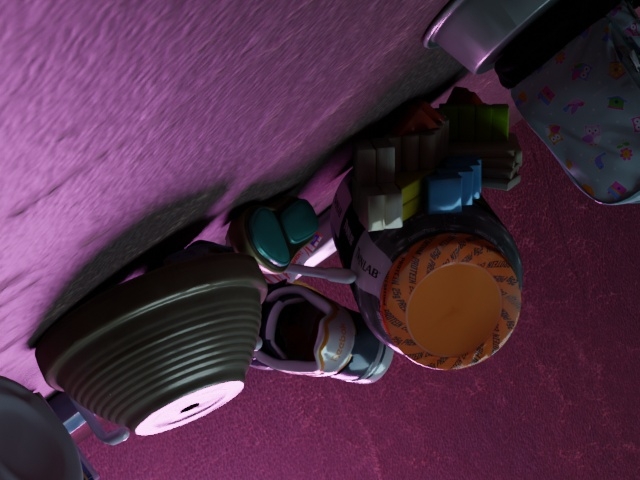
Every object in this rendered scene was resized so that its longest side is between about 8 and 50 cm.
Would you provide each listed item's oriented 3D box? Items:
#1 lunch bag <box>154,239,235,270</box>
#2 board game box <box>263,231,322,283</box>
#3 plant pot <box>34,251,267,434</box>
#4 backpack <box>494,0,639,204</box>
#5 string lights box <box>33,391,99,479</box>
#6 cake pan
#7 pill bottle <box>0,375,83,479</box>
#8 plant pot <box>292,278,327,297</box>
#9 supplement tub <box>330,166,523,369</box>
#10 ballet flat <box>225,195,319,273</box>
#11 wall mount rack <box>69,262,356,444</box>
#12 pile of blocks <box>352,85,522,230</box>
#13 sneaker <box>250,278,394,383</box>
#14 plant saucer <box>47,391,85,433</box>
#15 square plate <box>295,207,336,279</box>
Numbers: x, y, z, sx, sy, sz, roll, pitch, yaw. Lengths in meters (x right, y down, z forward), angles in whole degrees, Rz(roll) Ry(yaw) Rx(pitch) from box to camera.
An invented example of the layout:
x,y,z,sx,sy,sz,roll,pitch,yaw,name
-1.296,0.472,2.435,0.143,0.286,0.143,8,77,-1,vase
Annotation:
x,y,z,sx,sy,sz,roll,pitch,yaw,name
-0.134,0.035,1.378,0.083,0.053,0.071,-22,167,-36,lunch bag
-0.086,0.067,2.028,0.193,0.045,0.147,-41,-167,53,board game box
-0.147,0.115,1.305,0.237,0.110,0.237,-24,164,-7,plant pot
0.248,-0.118,1.169,0.152,0.182,0.115,-39,176,42,backpack
-0.338,0.251,1.505,0.076,0.133,0.260,-36,177,0,string lights box
0.221,-0.245,1.187,0.293,0.054,0.293,-37,176,-3,cake pan
-0.354,0.250,1.185,0.272,0.152,0.152,-38,177,17,pill bottle
-0.046,0.119,2.239,0.134,0.095,0.134,-36,177,-2,plant pot
0.132,0.019,1.693,0.207,0.207,0.338,-37,-160,7,supplement tub
-0.063,0.001,1.470,0.073,0.080,0.232,-22,180,17,ballet flat
-0.139,0.104,1.598,0.304,0.130,0.350,-40,177,38,wall mount rack
0.153,-0.117,1.599,0.149,0.113,0.362,9,-157,25,pile of blocks
-0.055,0.111,1.780,0.127,0.126,0.321,21,169,-42,sneaker
-0.380,0.259,1.980,0.317,0.044,0.317,-36,176,-3,plant saucer
0.000,0.000,2.320,0.344,0.049,0.347,-39,176,18,square plate
